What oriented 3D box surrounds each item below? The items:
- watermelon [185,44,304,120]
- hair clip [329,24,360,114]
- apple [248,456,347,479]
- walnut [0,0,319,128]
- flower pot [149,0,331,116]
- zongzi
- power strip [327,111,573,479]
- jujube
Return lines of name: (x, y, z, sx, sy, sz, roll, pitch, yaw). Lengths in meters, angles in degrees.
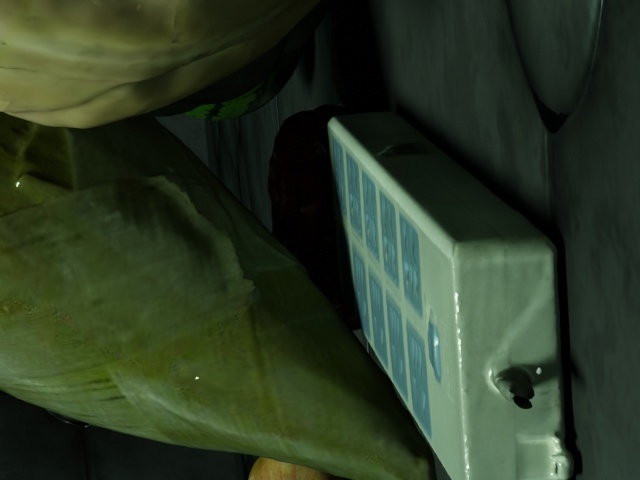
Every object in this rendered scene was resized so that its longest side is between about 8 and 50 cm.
watermelon: (-0.079, -0.182, 1.318, 0.140, 0.141, 0.187, -106, 16, -58)
hair clip: (0.013, -0.078, 1.115, 0.137, 0.022, 0.054, 94, 169, -59)
apple: (-0.018, 0.193, 1.395, 0.071, 0.084, 0.084, -91, -1, -56)
walnut: (-0.127, -0.236, 0.762, 0.381, 0.381, 0.381, 174, 90, -84)
flower pot: (-0.104, -0.198, 1.103, 0.195, 0.246, 0.246, -87, -6, -68)
zongzi: (-0.153, -0.021, 0.902, 0.393, 0.174, 0.356, 24, 166, 49)
power strip: (0.048, 0.017, 0.796, 0.367, 0.043, 0.106, -123, 27, -76)
jujube: (0.005, -0.012, 1.005, 0.077, 0.077, 0.129, -124, 27, -77)
